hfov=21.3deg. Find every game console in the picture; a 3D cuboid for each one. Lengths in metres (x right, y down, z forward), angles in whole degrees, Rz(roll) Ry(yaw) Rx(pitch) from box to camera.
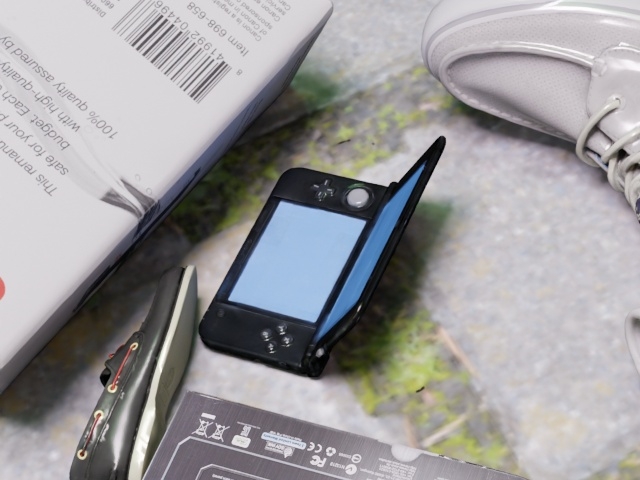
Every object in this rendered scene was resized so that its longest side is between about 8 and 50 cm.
[{"bbox_3d":[0.000,0.000,0.871,0.107,0.071,0.122,14,57,23],"label":"game console"}]

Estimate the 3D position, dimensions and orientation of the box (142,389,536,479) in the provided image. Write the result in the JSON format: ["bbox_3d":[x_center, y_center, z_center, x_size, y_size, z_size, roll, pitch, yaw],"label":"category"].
[{"bbox_3d":[0.012,0.177,0.740,0.231,0.056,0.183,11,58,22],"label":"box"}]

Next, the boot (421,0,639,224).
[{"bbox_3d":[0.168,-0.054,0.854,0.258,0.095,0.123,8,56,14],"label":"boot"}]

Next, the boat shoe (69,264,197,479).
[{"bbox_3d":[-0.091,0.067,0.855,0.042,0.049,0.133,9,60,10],"label":"boat shoe"}]

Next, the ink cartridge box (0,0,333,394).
[{"bbox_3d":[-0.158,-0.077,0.894,0.197,0.114,0.273,40,66,2],"label":"ink cartridge box"}]

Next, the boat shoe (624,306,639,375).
[{"bbox_3d":[0.187,0.124,0.718,0.084,0.095,0.258,-6,40,-2],"label":"boat shoe"}]
